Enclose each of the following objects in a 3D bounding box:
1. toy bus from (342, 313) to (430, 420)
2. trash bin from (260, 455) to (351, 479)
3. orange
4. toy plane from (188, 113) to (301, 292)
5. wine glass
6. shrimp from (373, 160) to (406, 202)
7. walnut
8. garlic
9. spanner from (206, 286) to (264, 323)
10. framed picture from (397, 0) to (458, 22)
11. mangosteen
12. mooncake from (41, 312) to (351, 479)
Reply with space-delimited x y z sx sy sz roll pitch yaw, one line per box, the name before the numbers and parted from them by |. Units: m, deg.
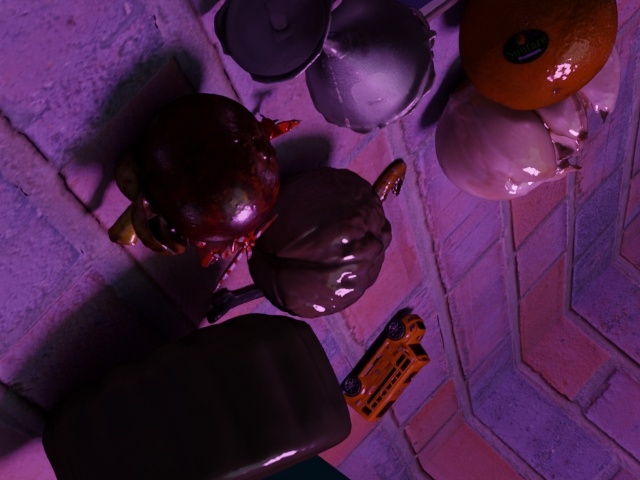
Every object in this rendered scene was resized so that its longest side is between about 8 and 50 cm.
toy bus | 0.125 0.221 2.676 0.194 0.088 0.083 -53 160 14
trash bin | -0.027 0.459 2.338 0.259 0.381 0.295 -25 150 -52
orange | 0.264 -0.258 1.875 0.206 0.206 0.206 -42 161 -19
toy plane | -0.091 -0.050 1.667 0.126 0.077 0.194 -36 150 -44
wine glass | 0.004 -0.194 1.494 0.156 0.156 0.232 -53 157 12
shrimp | 0.089 -0.061 2.132 0.114 0.023 0.083 -56 164 9
walnut | 0.002 0.000 1.836 0.178 0.178 0.230 -59 169 30
garlic | 0.284 -0.172 2.088 0.281 0.203 0.185 -50 -179 -9
spanner | -0.073 0.065 2.024 0.254 0.015 0.054 -18 147 -57
framed picture | 0.124 -0.324 1.686 0.209 0.019 0.281 -39 160 -25
mangosteen | -0.132 -0.066 1.474 0.156 0.181 0.145 -46 128 -69
mooncake | -0.142 0.210 1.792 0.351 0.187 0.351 -20 169 -4
